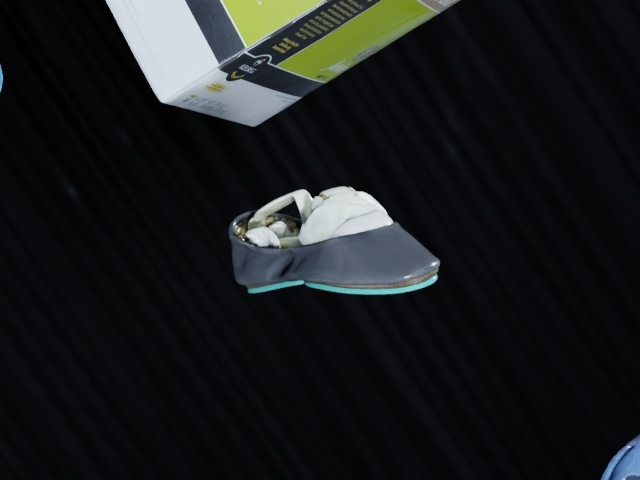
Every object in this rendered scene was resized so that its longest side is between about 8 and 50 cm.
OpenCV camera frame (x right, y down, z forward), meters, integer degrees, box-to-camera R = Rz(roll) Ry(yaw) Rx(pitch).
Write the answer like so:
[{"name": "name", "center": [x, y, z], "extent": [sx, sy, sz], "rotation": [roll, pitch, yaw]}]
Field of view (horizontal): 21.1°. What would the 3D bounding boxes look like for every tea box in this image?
[{"name": "tea box", "center": [-0.044, -0.311, 1.971], "extent": [0.324, 0.220, 0.329], "rotation": [-29, 172, 13]}]

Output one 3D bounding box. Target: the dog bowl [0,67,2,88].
[{"name": "dog bowl", "center": [-0.308, -0.066, 0.966], "extent": [0.297, 0.166, 0.074], "rotation": [-42, 163, -55]}]

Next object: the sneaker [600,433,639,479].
[{"name": "sneaker", "center": [0.201, 0.182, 1.094], "extent": [0.059, 0.053, 0.144], "rotation": [6, -130, 48]}]

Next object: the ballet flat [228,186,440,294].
[{"name": "ballet flat", "center": [0.000, 0.000, 1.136], "extent": [0.074, 0.074, 0.203], "rotation": [-39, -161, -28]}]
